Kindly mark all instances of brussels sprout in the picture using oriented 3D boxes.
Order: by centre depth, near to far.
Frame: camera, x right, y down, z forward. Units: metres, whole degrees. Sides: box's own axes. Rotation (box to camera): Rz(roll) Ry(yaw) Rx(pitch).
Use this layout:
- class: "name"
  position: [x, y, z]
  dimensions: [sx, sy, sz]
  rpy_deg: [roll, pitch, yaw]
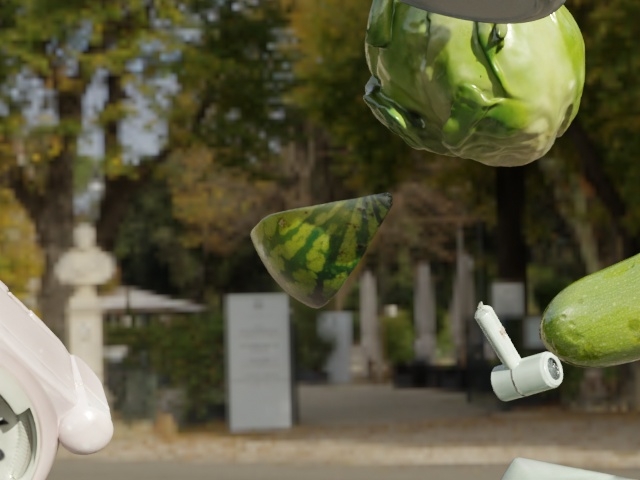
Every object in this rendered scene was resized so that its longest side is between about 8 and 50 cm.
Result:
- class: "brussels sprout"
  position: [0.184, -0.214, 1.923]
  dimensions: [0.259, 0.227, 0.294]
  rpy_deg: [5, -42, 48]

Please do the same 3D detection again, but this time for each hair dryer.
- class: "hair dryer"
  position: [0.237, 0.134, 1.994]
  dimensions: [0.082, 0.137, 0.047]
  rpy_deg: [-22, 16, 37]

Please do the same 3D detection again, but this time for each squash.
- class: "squash"
  position: [0.270, 0.059, 1.348]
  dimensions: [0.188, 0.095, 0.095]
  rpy_deg: [-29, -18, 34]

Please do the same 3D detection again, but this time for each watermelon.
- class: "watermelon"
  position: [-0.003, 0.027, 2.190]
  dimensions: [0.159, 0.128, 0.303]
  rpy_deg: [-10, -9, -16]

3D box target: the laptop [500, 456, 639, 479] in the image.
- class: "laptop"
  position: [0.281, 0.351, 1.925]
  dimensions: [0.187, 0.015, 0.269]
  rpy_deg: [9, 29, 23]

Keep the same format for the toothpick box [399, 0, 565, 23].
- class: "toothpick box"
  position: [0.170, -0.401, 1.495]
  dimensions: [0.263, 0.355, 0.263]
  rpy_deg: [16, -9, 3]

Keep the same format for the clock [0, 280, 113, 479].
- class: "clock"
  position: [-0.434, 0.190, 1.702]
  dimensions: [0.326, 0.342, 0.184]
  rpy_deg: [-41, 23, 1]
